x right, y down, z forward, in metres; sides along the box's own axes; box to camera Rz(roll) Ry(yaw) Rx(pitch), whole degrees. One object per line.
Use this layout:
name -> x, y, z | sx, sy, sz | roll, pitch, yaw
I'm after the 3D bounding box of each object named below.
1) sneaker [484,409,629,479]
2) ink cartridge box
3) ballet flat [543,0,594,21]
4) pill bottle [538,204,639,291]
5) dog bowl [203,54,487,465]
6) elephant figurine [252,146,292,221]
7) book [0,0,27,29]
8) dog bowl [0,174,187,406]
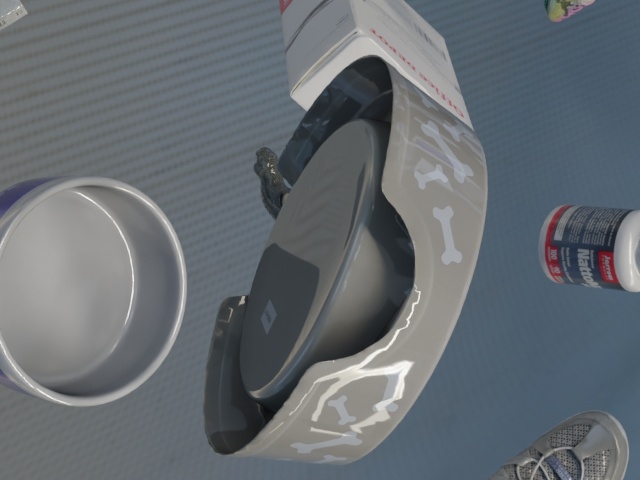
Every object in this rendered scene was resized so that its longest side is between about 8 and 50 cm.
sneaker -> 0.207, 0.282, 1.336 | 0.281, 0.105, 0.115 | -43, 157, -1
ink cartridge box -> 0.062, -0.212, 1.556 | 0.117, 0.283, 0.207 | -41, 117, 20
ballet flat -> 0.295, -0.314, 1.335 | 0.077, 0.079, 0.221 | -27, 141, -45
pill bottle -> 0.387, 0.011, 1.687 | 0.108, 0.180, 0.108 | -6, 99, -46
dog bowl -> 0.018, 0.026, 1.075 | 0.102, 0.349, 0.348 | 22, 100, -16
elephant figurine -> 0.000, 0.000, 1.848 | 0.186, 0.169, 0.239 | 30, 64, -47
book -> -0.438, -0.269, 1.573 | 0.144, 0.096, 0.035 | -34, 146, -7
dog bowl -> -0.291, 0.056, 1.508 | 0.265, 0.104, 0.264 | -2, 93, -42
